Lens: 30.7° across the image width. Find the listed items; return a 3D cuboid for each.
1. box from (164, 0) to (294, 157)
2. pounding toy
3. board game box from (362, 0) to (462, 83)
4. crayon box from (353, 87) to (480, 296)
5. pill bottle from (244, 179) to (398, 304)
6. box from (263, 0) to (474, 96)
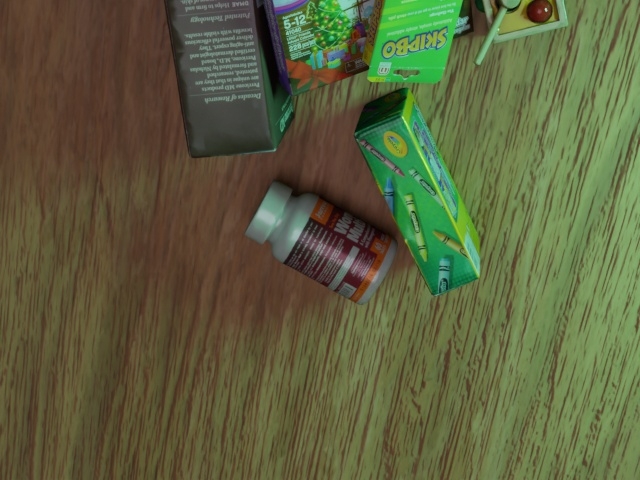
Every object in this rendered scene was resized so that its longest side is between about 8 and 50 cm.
[{"bbox_3d":[-0.135,-0.328,1.683,0.143,0.191,0.381,-2,111,8],"label":"box"},{"bbox_3d":[0.275,-0.338,1.672,0.141,0.100,0.130,-12,109,12],"label":"pounding toy"},{"bbox_3d":[0.138,-0.340,1.605,0.124,0.039,0.259,-2,119,-26],"label":"board game box"},{"bbox_3d":[0.150,-0.076,1.757,0.081,0.165,0.278,-23,106,15],"label":"crayon box"},{"bbox_3d":[0.000,0.000,1.831,0.221,0.121,0.121,29,112,-4],"label":"pill bottle"},{"bbox_3d":[0.066,-0.342,1.630,0.293,0.057,0.200,-22,128,-12],"label":"box"}]
